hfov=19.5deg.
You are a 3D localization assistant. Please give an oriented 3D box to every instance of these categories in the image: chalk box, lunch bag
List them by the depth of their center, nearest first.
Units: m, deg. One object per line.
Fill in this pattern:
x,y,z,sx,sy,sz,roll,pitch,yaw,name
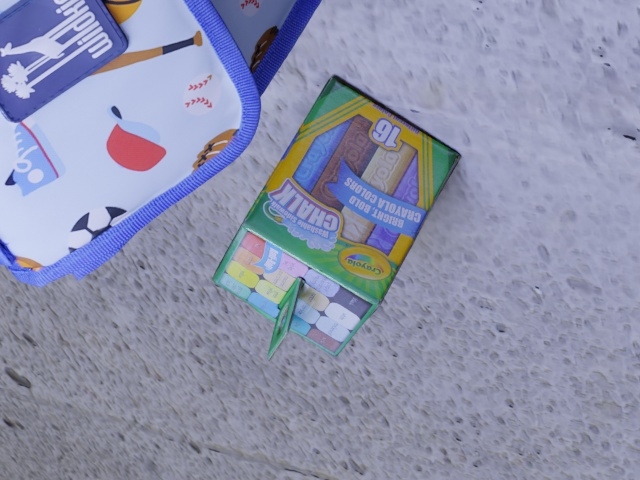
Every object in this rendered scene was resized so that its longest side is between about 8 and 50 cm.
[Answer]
-0.166,-0.208,1.206,0.239,0.385,0.328,6,142,39,lunch bag
0.000,0.000,1.556,0.132,0.213,0.132,32,151,-2,chalk box
